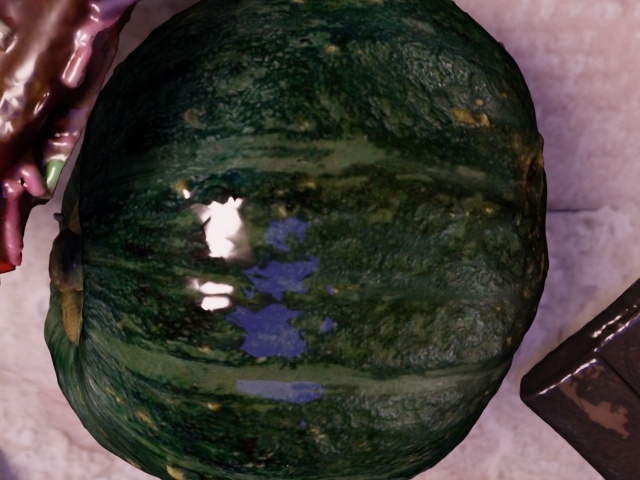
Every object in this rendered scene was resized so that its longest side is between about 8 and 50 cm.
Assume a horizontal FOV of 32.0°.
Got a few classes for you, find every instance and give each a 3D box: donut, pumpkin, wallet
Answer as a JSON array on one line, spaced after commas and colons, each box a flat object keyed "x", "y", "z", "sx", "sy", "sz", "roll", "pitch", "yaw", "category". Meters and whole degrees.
[{"x": -0.143, "y": -0.083, "z": 0.491, "sx": 0.103, "sy": 0.269, "sz": 0.269, "roll": 25, "pitch": 109, "yaw": -15, "category": "donut"}, {"x": 0.000, "y": 0.000, "z": 0.575, "sx": 0.264, "sy": 0.197, "sz": 0.292, "roll": 10, "pitch": 88, "yaw": -15, "category": "pumpkin"}, {"x": 0.305, "y": 0.153, "z": 0.885, "sx": 0.170, "sy": 0.044, "sz": 0.321, "roll": -42, "pitch": 120, "yaw": 7, "category": "wallet"}]
